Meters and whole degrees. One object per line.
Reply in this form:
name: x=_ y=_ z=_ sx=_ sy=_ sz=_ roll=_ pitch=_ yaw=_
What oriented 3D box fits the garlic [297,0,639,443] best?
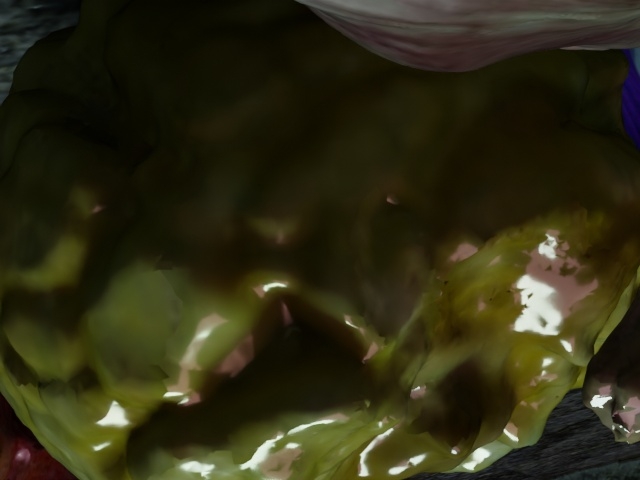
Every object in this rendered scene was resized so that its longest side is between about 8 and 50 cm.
garlic: x=0.071 y=-0.084 z=0.354 sx=0.245 sy=0.253 sz=0.245 roll=-5 pitch=166 yaw=-1

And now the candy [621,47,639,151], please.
candy: x=0.183 y=-0.099 z=0.601 sx=0.070 sy=0.145 sz=0.275 roll=-42 pitch=-174 yaw=-38

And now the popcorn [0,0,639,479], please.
popcorn: x=-0.005 y=0.004 z=0.595 sx=0.249 sy=0.249 sz=0.225 roll=-6 pitch=130 yaw=-23

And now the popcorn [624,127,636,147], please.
popcorn: x=0.170 y=-0.041 z=0.780 sx=0.135 sy=0.141 sz=0.162 roll=-62 pitch=168 yaw=28

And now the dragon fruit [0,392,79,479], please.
dragon fruit: x=-0.194 y=0.108 z=0.874 sx=0.250 sy=0.250 sz=0.315 roll=-14 pitch=150 yaw=5
